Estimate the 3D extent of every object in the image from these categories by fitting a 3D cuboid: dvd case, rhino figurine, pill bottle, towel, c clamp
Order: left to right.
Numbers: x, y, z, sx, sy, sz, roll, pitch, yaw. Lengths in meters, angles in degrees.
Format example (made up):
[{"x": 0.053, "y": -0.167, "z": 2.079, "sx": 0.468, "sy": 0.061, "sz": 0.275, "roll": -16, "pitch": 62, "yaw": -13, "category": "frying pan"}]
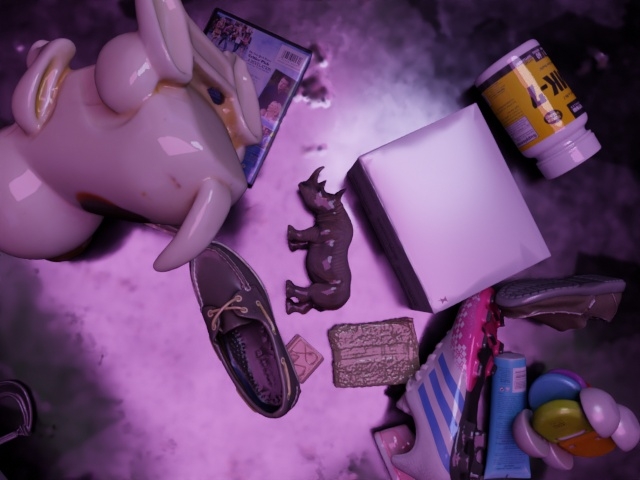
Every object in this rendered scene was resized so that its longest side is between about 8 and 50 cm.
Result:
[{"x": -0.518, "y": 0.301, "z": 0.995, "sx": 0.161, "sy": 0.022, "sz": 0.137, "roll": -30, "pitch": 84, "yaw": -4, "category": "c clamp"}, {"x": -0.145, "y": -0.239, "z": 1.058, "sx": 0.180, "sy": 0.022, "sz": 0.253, "roll": 24, "pitch": 85, "yaw": -2, "category": "dvd case"}, {"x": 0.000, "y": 0.000, "z": 1.029, "sx": 0.106, "sy": 0.073, "sz": 0.243, "roll": 2, "pitch": 85, "yaw": -1, "category": "rhino figurine"}, {"x": 0.090, "y": 0.186, "z": 1.046, "sx": 0.148, "sy": 0.027, "sz": 0.110, "roll": -6, "pitch": 88, "yaw": -6, "category": "towel"}, {"x": 0.359, "y": -0.212, "z": 1.049, "sx": 0.119, "sy": 0.119, "sz": 0.208, "roll": -34, "pitch": 90, "yaw": -6, "category": "pill bottle"}]

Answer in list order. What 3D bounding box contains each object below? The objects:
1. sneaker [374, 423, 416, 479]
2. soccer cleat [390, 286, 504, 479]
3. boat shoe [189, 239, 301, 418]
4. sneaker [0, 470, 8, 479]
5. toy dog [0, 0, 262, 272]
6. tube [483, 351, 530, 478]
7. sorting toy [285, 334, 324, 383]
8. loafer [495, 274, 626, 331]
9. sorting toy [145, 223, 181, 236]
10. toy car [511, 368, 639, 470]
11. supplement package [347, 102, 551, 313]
[{"x": 0.143, "y": 0.361, "z": 1.025, "sx": 0.070, "sy": 0.051, "sz": 0.134, "roll": -23, "pitch": 84, "yaw": -1, "category": "sneaker"}, {"x": 0.194, "y": 0.214, "z": 0.998, "sx": 0.143, "sy": 0.116, "sz": 0.331, "roll": 1, "pitch": 58, "yaw": 32, "category": "soccer cleat"}, {"x": -0.123, "y": 0.134, "z": 0.994, "sx": 0.109, "sy": 0.091, "sz": 0.305, "roll": -27, "pitch": 85, "yaw": 1, "category": "boat shoe"}, {"x": -0.539, "y": 0.291, "z": 0.936, "sx": 0.271, "sy": 0.100, "sz": 0.108, "roll": 44, "pitch": 80, "yaw": 5, "category": "sneaker"}, {"x": -0.304, "y": -0.107, "z": 0.906, "sx": 0.408, "sy": 0.284, "sz": 0.395, "roll": -19, "pitch": 75, "yaw": 18, "category": "toy dog"}, {"x": 0.310, "y": 0.291, "z": 1.048, "sx": 0.080, "sy": 0.052, "sz": 0.207, "roll": 0, "pitch": 92, "yaw": -1, "category": "tube"}, {"x": -0.043, "y": 0.204, "z": 1.041, "sx": 0.062, "sy": 0.012, "sz": 0.083, "roll": 42, "pitch": 84, "yaw": 2, "category": "sorting toy"}, {"x": 0.391, "y": 0.107, "z": 1.021, "sx": 0.251, "sy": 0.094, "sz": 0.087, "roll": -2, "pitch": 96, "yaw": -23, "category": "loafer"}, {"x": -0.244, "y": -0.051, "z": 1.030, "sx": 0.083, "sy": 0.045, "sz": 0.075, "roll": 24, "pitch": 77, "yaw": -2, "category": "sorting toy"}, {"x": 0.395, "y": 0.272, "z": 1.008, "sx": 0.182, "sy": 0.159, "sz": 0.136, "roll": 33, "pitch": 38, "yaw": -35, "category": "toy car"}, {"x": 0.195, "y": -0.046, "z": 1.011, "sx": 0.204, "sy": 0.145, "sz": 0.261, "roll": -25, "pitch": 89, "yaw": -6, "category": "supplement package"}]
